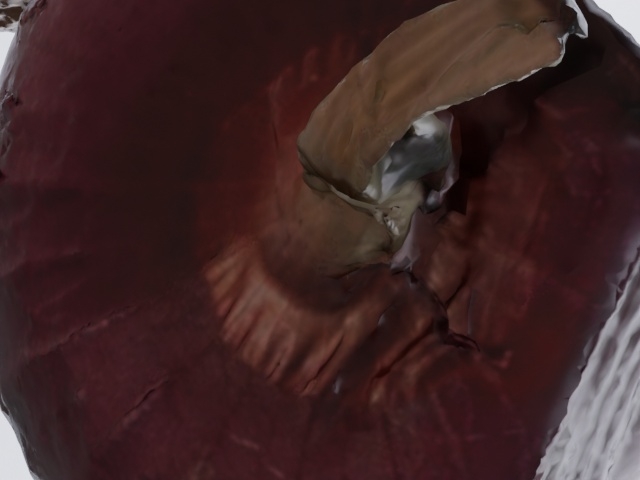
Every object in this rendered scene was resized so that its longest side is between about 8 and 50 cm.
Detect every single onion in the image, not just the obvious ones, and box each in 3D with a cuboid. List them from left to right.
[{"bbox_3d":[0.003,0.007,0.553,0.230,0.272,0.256,-48,-133,12],"label":"onion"}]

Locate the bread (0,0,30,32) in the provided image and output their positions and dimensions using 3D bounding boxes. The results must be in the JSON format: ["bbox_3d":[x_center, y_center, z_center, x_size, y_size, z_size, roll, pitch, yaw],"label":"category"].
[{"bbox_3d":[-0.078,-0.185,0.697,0.232,0.135,0.246,-10,-93,47],"label":"bread"}]
